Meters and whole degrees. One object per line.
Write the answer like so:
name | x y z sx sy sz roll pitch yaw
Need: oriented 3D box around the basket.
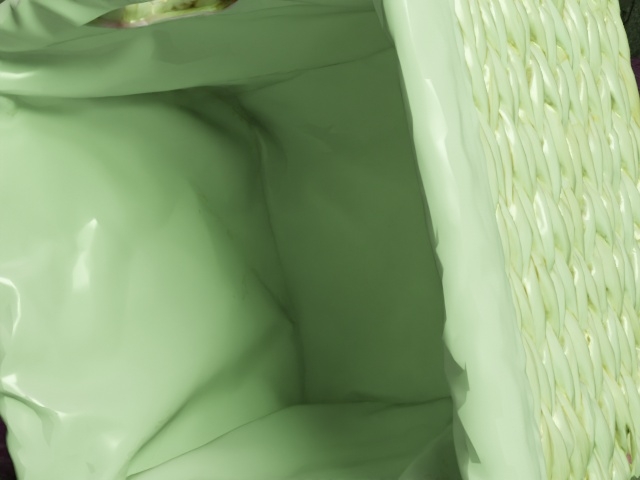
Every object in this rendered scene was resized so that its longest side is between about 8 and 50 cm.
basket | 0.000 0.000 0.642 0.328 0.331 0.266 -13 0 37
